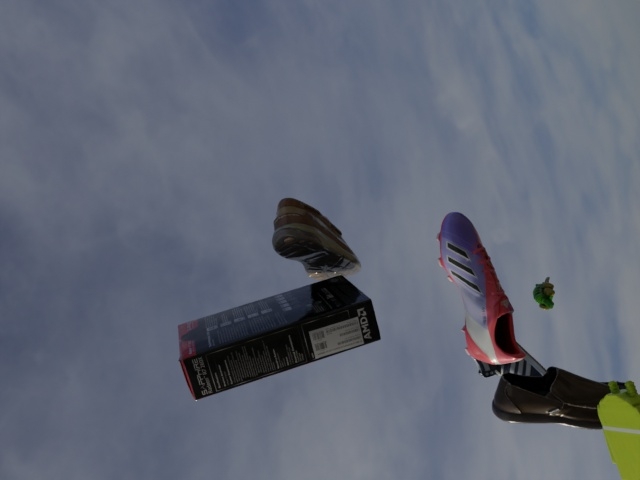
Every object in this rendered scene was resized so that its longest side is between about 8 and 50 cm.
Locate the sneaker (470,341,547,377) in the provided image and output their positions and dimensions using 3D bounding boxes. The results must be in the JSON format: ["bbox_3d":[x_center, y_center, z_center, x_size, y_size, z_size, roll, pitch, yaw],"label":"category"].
[{"bbox_3d":[0.594,0.410,1.944,0.282,0.153,0.099,45,178,15],"label":"sneaker"}]

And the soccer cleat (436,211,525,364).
[{"bbox_3d":[0.251,0.073,0.971,0.083,0.095,0.248,-18,-83,-36],"label":"soccer cleat"}]

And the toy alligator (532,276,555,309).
[{"bbox_3d":[0.627,0.143,1.779,0.189,0.051,0.056,-55,-22,-65],"label":"toy alligator"}]

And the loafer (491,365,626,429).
[{"bbox_3d":[0.628,0.396,1.612,0.134,0.366,0.130,-66,-31,-69],"label":"loafer"}]

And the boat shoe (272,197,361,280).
[{"bbox_3d":[0.000,0.000,1.364,0.324,0.123,0.116,43,-145,-59],"label":"boat shoe"}]

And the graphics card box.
[{"bbox_3d":[-0.091,0.181,1.250,0.233,0.371,0.094,-149,43,-74],"label":"graphics card box"}]

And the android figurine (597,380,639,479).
[{"bbox_3d":[0.688,0.437,1.352,0.056,0.248,0.272,-13,-103,-10],"label":"android figurine"}]
